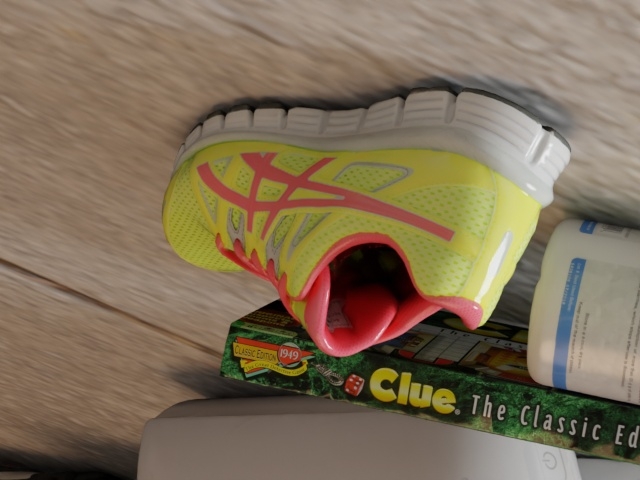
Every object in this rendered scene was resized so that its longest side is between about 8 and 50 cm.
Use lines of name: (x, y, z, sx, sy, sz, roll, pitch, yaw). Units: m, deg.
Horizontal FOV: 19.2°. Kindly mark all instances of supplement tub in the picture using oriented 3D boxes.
supplement tub: (0.141, 0.033, 0.759, 0.107, 0.071, 0.071, 12, 159, 14)

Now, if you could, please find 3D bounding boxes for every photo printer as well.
photo printer: (0.023, 0.212, 1.054, 0.107, 0.256, 0.307, 6, 172, -43)

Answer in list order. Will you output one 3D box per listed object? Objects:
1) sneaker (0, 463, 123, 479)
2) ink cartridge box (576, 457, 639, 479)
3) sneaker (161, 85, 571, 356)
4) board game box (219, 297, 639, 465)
sneaker: (-0.222, 0.221, 1.473, 0.276, 0.097, 0.135, 13, 160, 3)
ink cartridge box: (0.192, 0.237, 1.178, 0.207, 0.117, 0.283, -3, 153, 41)
sneaker: (0.000, 0.000, 0.745, 0.081, 0.094, 0.208, 28, 158, -33)
board game box: (0.098, 0.064, 0.846, 0.260, 0.030, 0.136, 11, -174, 12)
